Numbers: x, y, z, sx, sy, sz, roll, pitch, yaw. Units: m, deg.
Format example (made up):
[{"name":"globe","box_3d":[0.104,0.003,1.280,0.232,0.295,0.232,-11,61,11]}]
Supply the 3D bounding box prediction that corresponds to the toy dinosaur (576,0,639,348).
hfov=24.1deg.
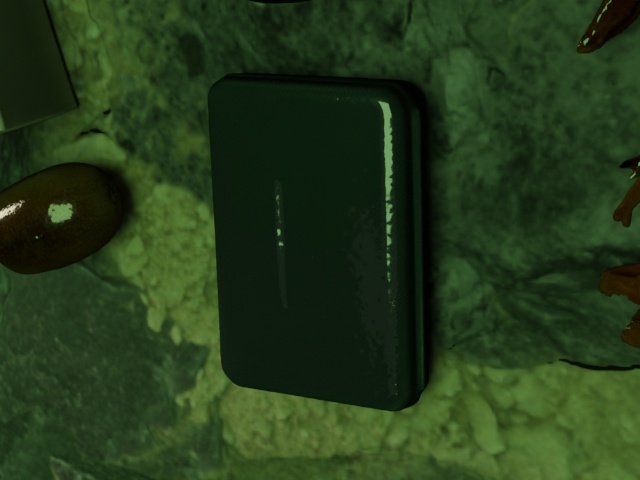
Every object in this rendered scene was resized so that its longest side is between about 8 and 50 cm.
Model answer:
[{"name":"toy dinosaur","box_3d":[0.255,-0.110,0.842,0.208,0.097,0.432,36,123,0]}]

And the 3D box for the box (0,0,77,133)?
[{"name":"box","box_3d":[-0.336,-0.161,1.151,0.252,0.106,0.203,-12,98,32]}]

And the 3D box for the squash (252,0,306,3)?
[{"name":"squash","box_3d":[-0.017,-0.250,0.899,0.173,0.218,0.218,10,114,-10]}]

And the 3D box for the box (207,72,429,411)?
[{"name":"box","box_3d":[0.000,0.000,1.043,0.160,0.050,0.230,6,108,28]}]

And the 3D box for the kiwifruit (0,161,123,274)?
[{"name":"kiwifruit","box_3d":[-0.205,-0.016,1.142,0.124,0.075,0.075,-18,96,28]}]
